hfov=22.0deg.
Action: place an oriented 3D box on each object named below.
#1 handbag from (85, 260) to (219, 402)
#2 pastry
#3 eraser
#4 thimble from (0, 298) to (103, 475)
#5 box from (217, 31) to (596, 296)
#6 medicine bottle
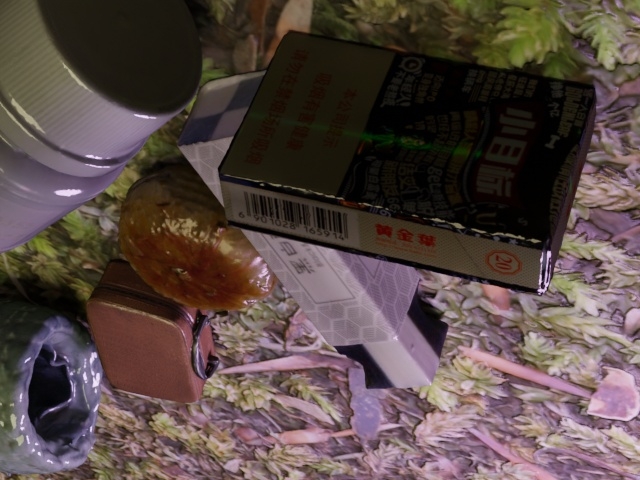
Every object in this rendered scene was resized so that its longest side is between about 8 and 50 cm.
[{"bbox_3d":[-0.202,0.119,2.027,0.151,0.072,0.193,13,141,13],"label":"handbag"},{"bbox_3d":[-0.134,0.004,1.829,0.192,0.093,0.182,18,146,6],"label":"pastry"},{"bbox_3d":[0.000,0.000,1.750,0.098,0.096,0.404,-9,132,35],"label":"eraser"},{"bbox_3d":[-0.390,0.191,2.102,0.172,0.205,0.250,5,134,23],"label":"thimble"},{"bbox_3d":[0.082,-0.075,1.525,0.310,0.198,0.084,12,142,14],"label":"box"},{"bbox_3d":[-0.286,-0.143,1.599,0.306,0.245,0.245,-29,120,38],"label":"medicine bottle"}]
